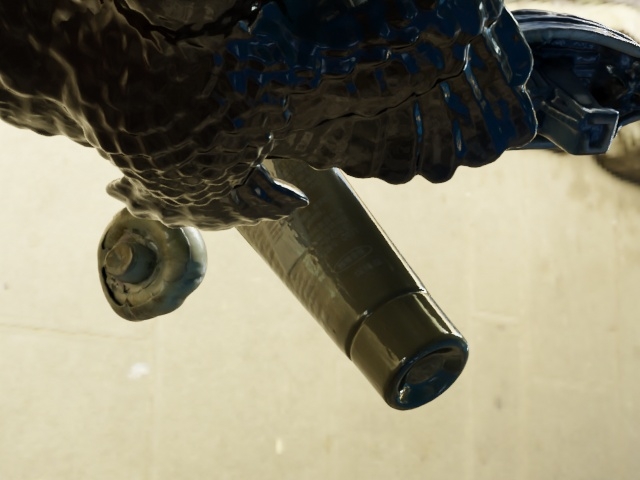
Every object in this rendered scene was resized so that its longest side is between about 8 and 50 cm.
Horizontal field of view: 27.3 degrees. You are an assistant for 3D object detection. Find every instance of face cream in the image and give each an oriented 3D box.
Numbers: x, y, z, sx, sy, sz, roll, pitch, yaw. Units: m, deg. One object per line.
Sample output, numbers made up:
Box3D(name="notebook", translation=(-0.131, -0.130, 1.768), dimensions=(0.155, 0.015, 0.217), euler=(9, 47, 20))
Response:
Box3D(name="face cream", translation=(0.000, 0.000, 1.137), dimensions=(0.084, 0.137, 0.341), euler=(9, 33, -46))

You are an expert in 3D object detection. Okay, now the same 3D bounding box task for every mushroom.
Box3D(name="mushroom", translation=(-0.213, 0.027, 1.599), dimensions=(0.122, 0.154, 0.154), euler=(2, 83, -58))

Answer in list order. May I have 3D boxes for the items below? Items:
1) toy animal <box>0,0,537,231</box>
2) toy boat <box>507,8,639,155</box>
Box3D(name="toy animal", translation=(-0.036, -0.056, 0.406), dimensions=(0.179, 0.218, 0.116), euler=(-25, 128, -86))
Box3D(name="toy boat", translation=(0.191, -0.130, 1.162), dimensions=(0.309, 0.142, 0.129), euler=(-4, 128, -21))
